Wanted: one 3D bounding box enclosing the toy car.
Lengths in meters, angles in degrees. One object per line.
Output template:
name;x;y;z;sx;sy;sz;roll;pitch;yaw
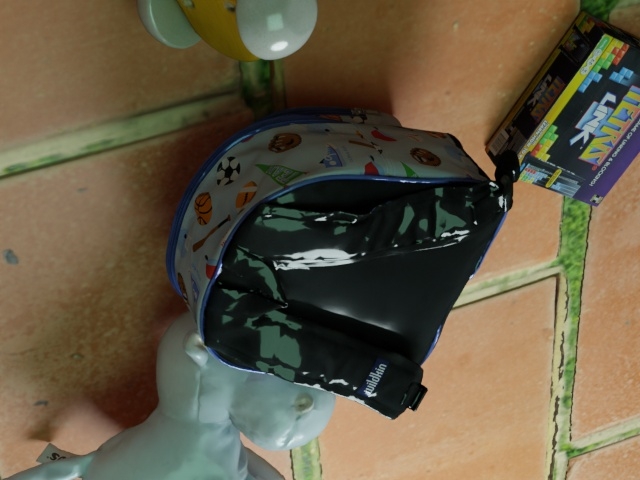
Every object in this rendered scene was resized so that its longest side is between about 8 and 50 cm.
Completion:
toy car;-0.076;-0.229;1.090;0.136;0.159;0.182;-59;139;-21

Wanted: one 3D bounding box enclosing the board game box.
board game box;0.265;-0.125;1.402;0.141;0.048;0.170;16;119;-35

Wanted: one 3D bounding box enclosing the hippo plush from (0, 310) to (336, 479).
hippo plush;-0.106;0.175;1.404;0.294;0.234;0.236;25;99;6

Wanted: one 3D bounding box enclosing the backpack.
backpack;0.000;0.000;1.264;0.263;0.213;0.276;2;120;-38
